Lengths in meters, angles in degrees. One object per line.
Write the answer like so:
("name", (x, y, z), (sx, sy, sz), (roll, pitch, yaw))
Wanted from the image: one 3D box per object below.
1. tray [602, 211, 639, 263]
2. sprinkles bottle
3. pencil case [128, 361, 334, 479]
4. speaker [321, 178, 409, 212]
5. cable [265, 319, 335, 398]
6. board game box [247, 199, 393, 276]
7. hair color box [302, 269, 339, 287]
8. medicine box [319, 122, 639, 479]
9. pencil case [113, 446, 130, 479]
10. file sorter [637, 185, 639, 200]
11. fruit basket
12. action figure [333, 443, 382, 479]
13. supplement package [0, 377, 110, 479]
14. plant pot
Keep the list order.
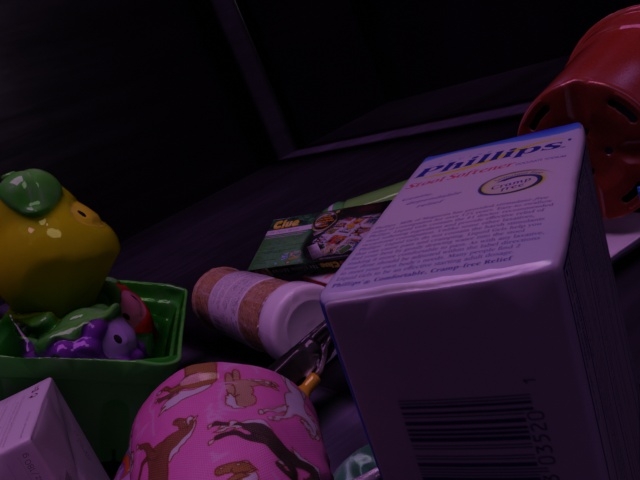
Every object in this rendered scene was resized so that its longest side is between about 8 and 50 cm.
("tray", (0.353, -0.002, 1.006), (0.145, 0.030, 0.270), (-29, 16, -19))
("sprinkles bottle", (-0.096, 0.112, 1.102), (0.121, 0.121, 0.355), (-30, 16, -24))
("pencil case", (-0.033, 0.231, 0.396), (0.160, 0.167, 0.386), (-53, 24, 9))
("speaker", (0.150, -0.047, 1.282), (0.296, 0.131, 0.131), (-18, 16, 21))
("cable", (0.006, 0.141, 0.860), (0.287, 0.072, 0.139), (-41, 7, -10))
("board game box", (0.000, 0.000, 1.217), (0.259, 0.030, 0.136), (-8, 43, 34))
("hair color box", (0.049, 0.070, 1.167), (0.093, 0.054, 0.167), (-29, 17, -20))
("medicine box", (0.150, 0.083, 0.539), (0.149, 0.264, 0.289), (-10, 19, 27))
("pencil case", (-0.168, 0.288, 0.626), (0.124, 0.124, 0.284), (-20, 16, 13))
("file sorter", (0.428, -0.001, 0.720), (0.104, 0.118, 0.170), (-19, 15, 6))
("fruit basket", (-0.336, 0.084, 1.000), (0.282, 0.393, 0.392), (6, 11, -11))
("action figure", (-0.016, 0.260, 0.600), (0.232, 0.064, 0.137), (-31, 19, -13))
("supplement package", (-0.396, 0.314, 0.743), (0.292, 0.178, 0.175), (-26, 15, -9))
("plant pot", (0.434, -0.175, 1.004), (0.272, 0.273, 0.265), (-7, 21, 47))
